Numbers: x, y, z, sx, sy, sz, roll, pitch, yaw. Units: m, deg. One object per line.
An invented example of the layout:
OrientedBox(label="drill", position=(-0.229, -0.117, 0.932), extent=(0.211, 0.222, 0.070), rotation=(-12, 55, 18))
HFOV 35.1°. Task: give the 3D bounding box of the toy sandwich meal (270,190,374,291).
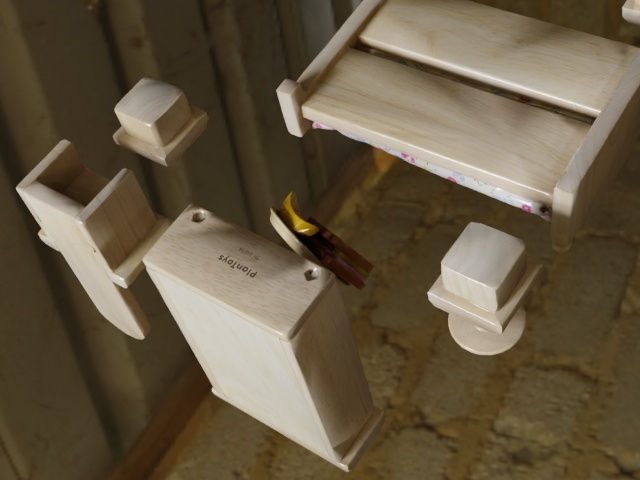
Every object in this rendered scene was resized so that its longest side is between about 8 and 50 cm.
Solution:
OrientedBox(label="toy sandwich meal", position=(0.000, 0.000, 0.692), extent=(0.029, 0.085, 0.085), rotation=(-45, -27, 5))

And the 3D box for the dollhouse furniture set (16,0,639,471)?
OrientedBox(label="dollhouse furniture set", position=(0.042, -0.054, 0.680), extent=(0.355, 0.303, 0.174), rotation=(-52, -29, -24))
